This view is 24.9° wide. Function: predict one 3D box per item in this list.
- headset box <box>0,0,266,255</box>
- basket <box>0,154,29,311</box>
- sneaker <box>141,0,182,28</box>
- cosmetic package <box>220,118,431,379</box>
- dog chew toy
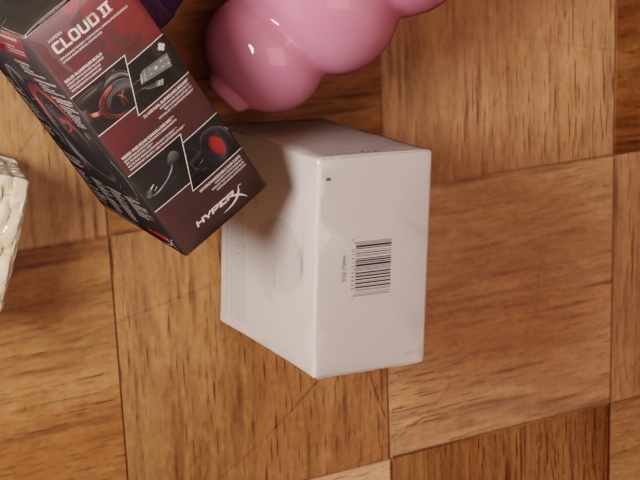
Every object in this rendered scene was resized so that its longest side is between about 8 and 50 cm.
[{"bbox_3d":[-0.208,-0.148,1.368,0.110,0.218,0.293,-42,120,-14],"label":"headset box"},{"bbox_3d":[-0.354,-0.003,1.399,0.113,0.103,0.167,11,98,-29],"label":"basket"},{"bbox_3d":[-0.185,-0.307,1.364,0.124,0.107,0.283,-49,161,-15],"label":"sneaker"},{"bbox_3d":[0.000,0.000,1.518,0.138,0.224,0.224,-6,106,-29],"label":"cosmetic package"},{"bbox_3d":[0.012,-0.265,1.480,0.332,0.206,0.206,-48,119,-1],"label":"dog chew toy"}]
